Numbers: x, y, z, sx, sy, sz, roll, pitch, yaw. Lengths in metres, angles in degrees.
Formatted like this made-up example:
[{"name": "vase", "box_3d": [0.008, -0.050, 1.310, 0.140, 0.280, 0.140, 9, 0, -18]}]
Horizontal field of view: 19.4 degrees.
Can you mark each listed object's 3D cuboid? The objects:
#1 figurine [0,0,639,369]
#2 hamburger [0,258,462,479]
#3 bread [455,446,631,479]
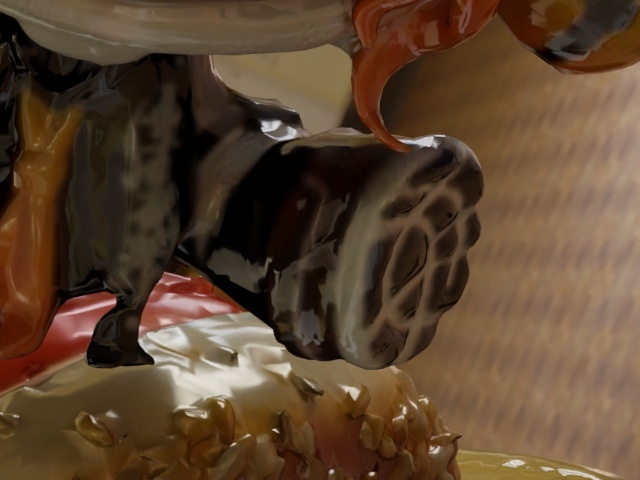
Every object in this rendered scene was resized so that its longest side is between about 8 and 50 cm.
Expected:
[{"name": "figurine", "box_3d": [-0.048, -0.135, 0.501, 0.196, 0.320, 0.323, -100, 27, -59]}, {"name": "hamburger", "box_3d": [-0.111, 0.126, 0.731, 0.250, 0.330, 0.330, 42, 114, 39]}, {"name": "bread", "box_3d": [0.131, 0.274, 1.145, 0.394, 0.361, 0.250, 3, 73, 36]}]
